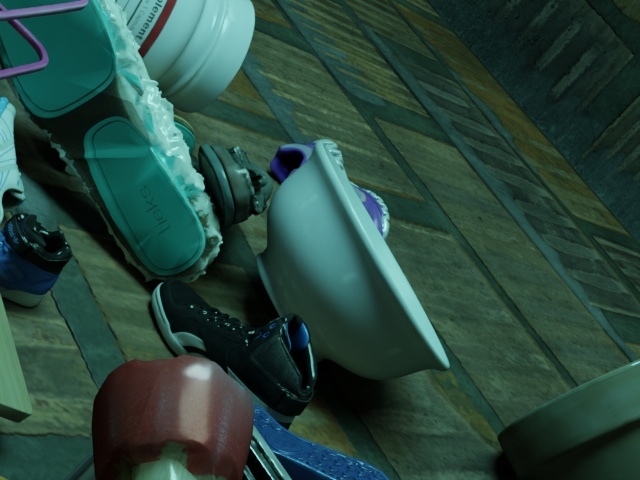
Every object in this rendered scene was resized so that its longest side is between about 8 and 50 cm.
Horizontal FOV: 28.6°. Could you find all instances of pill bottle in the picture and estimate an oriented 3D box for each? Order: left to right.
[{"bbox_3d":[-0.289,-0.320,1.535,0.408,0.229,0.229,27,26,-33],"label":"pill bottle"}]

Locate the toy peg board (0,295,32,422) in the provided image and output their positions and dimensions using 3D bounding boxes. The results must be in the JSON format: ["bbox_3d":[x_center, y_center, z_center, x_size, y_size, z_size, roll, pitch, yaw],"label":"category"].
[{"bbox_3d":[-0.319,0.067,0.966,0.161,0.079,0.161,38,24,-55],"label":"toy peg board"}]

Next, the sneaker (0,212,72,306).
[{"bbox_3d":[-0.291,0.005,1.109,0.152,0.084,0.058,22,29,-40],"label":"sneaker"}]

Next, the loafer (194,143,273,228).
[{"bbox_3d":[-0.093,-0.069,1.428,0.267,0.084,0.096,-176,-109,-80],"label":"loafer"}]

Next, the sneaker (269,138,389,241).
[{"bbox_3d":[0.004,-0.059,1.737,0.105,0.095,0.236,10,32,-42],"label":"sneaker"}]

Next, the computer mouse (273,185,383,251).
[{"bbox_3d":[0.000,0.000,1.628,0.193,0.106,0.042,37,37,22],"label":"computer mouse"}]

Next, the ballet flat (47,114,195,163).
[{"bbox_3d":[-0.234,-0.129,1.478,0.073,0.080,0.232,38,18,22],"label":"ballet flat"}]

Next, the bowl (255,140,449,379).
[{"bbox_3d":[0.018,0.047,1.426,0.298,0.134,0.298,59,6,-9],"label":"bowl"}]

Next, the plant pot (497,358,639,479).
[{"bbox_3d":[0.415,0.300,1.505,0.323,0.323,0.280,5,58,-57],"label":"plant pot"}]

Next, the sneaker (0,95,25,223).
[{"bbox_3d":[-0.324,-0.070,1.235,0.083,0.071,0.190,40,29,-23],"label":"sneaker"}]

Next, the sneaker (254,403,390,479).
[{"bbox_3d":[-0.051,0.214,1.140,0.232,0.090,0.081,25,18,18],"label":"sneaker"}]

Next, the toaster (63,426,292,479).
[{"bbox_3d":[-0.103,0.221,0.980,0.185,0.110,0.168,52,23,25],"label":"toaster"}]

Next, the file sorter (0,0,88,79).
[{"bbox_3d":[-0.356,-0.144,1.009,0.182,0.290,0.202,46,22,2],"label":"file sorter"}]

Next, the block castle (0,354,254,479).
[{"bbox_3d":[-0.287,0.095,0.602,0.453,0.303,0.212,32,33,-26],"label":"block castle"}]

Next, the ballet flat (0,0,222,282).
[{"bbox_3d":[-0.230,-0.141,1.334,0.409,0.147,0.147,65,19,-11],"label":"ballet flat"}]

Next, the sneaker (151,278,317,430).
[{"bbox_3d":[-0.075,0.094,1.253,0.079,0.121,0.217,10,38,-55],"label":"sneaker"}]
